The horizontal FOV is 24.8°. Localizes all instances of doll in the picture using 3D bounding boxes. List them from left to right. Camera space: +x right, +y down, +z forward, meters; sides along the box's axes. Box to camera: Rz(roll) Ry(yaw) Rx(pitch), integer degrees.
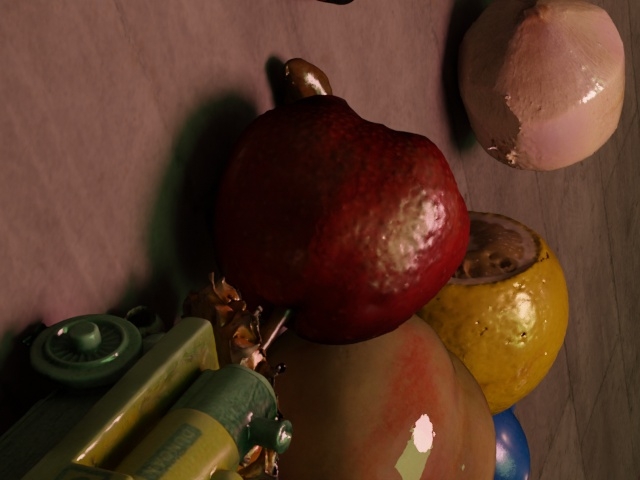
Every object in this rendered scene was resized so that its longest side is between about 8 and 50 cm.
[{"bbox_3d":[0.194,0.245,1.918,0.257,0.161,0.215,-72,146,-58],"label":"doll"}]

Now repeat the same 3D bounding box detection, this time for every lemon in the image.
[{"bbox_3d":[0.155,0.096,1.640,0.240,0.240,0.219,-46,142,-51],"label":"lemon"}]

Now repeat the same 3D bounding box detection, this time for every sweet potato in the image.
[{"bbox_3d":[-0.009,-0.102,1.431,0.054,0.053,0.182,-114,-162,-56],"label":"sweet potato"}]

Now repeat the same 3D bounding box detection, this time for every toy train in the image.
[{"bbox_3d":[-0.152,0.177,1.002,0.369,0.237,0.150,-47,138,-50],"label":"toy train"}]

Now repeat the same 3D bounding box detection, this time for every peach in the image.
[{"bbox_3d":[0.042,0.210,1.421,0.292,0.247,0.292,4,90,-73],"label":"peach"}]

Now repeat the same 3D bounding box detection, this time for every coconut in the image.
[{"bbox_3d":[0.271,-0.209,1.821,0.234,0.224,0.224,51,53,-61],"label":"coconut"}]

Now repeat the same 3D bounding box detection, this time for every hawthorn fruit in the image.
[{"bbox_3d":[0.000,0.000,1.282,0.266,0.230,0.210,-54,176,-34],"label":"hawthorn fruit"}]

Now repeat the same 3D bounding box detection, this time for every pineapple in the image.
[{"bbox_3d":[-0.082,0.130,1.217,0.047,0.221,0.221,-6,109,-23],"label":"pineapple"}]

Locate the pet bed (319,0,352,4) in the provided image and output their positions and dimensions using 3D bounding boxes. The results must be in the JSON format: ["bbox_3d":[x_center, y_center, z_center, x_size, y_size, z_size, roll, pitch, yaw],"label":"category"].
[{"bbox_3d":[0.015,-0.321,1.394,0.201,0.053,0.201,-35,130,-56],"label":"pet bed"}]

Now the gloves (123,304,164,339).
[{"bbox_3d":[-0.147,0.076,1.211,0.044,0.037,0.081,-16,138,-24],"label":"gloves"}]
